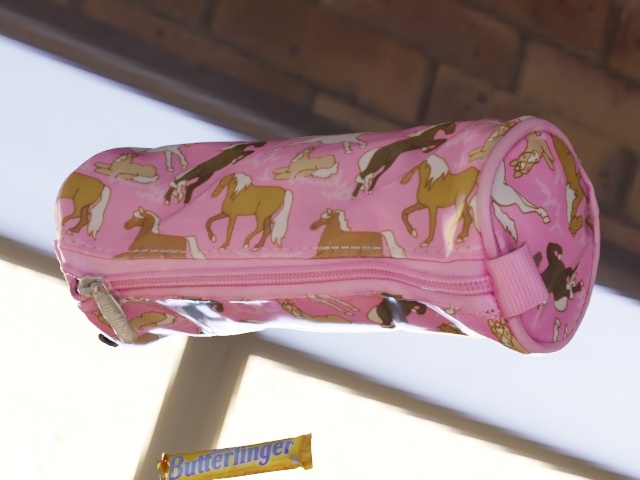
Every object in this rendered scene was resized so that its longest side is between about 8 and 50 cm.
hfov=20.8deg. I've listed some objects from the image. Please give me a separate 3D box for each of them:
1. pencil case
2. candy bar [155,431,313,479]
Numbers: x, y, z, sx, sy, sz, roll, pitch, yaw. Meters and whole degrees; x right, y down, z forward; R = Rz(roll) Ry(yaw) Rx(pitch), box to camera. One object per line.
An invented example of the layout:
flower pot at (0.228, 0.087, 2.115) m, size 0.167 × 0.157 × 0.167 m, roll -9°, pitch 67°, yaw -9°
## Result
pencil case at (0.000, 0.000, 1.201) m, size 0.386 × 0.167 × 0.160 m, roll -2°, pitch 152°, yaw 33°
candy bar at (-0.086, 0.223, 1.764) m, size 0.162 × 0.040 × 0.018 m, roll -8°, pitch 150°, yaw 3°
